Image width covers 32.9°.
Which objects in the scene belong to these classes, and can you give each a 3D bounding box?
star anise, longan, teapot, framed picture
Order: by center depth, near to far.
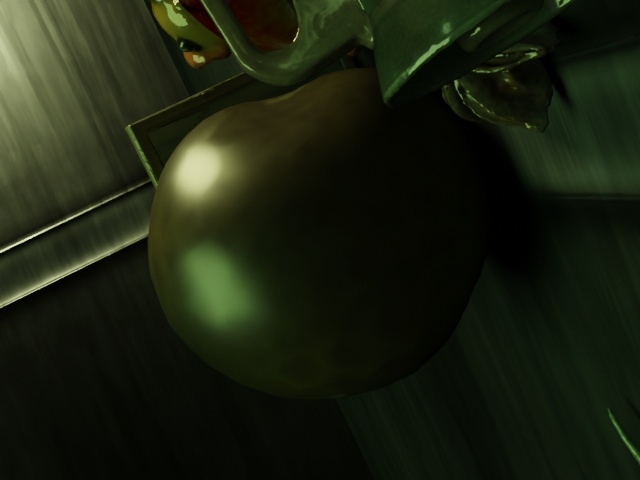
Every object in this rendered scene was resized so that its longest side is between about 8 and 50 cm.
[{"bbox_3d":[0.022,-0.279,0.773,0.344,0.300,0.253,58,-174,5],"label":"teapot"},{"bbox_3d":[0.135,-0.201,0.972,0.229,0.093,0.236,75,169,-68],"label":"star anise"},{"bbox_3d":[0.000,0.000,1.242,0.404,0.404,0.336,64,-164,-5],"label":"longan"},{"bbox_3d":[-0.059,-0.108,1.437,0.022,0.335,0.247,-9,108,64],"label":"framed picture"}]

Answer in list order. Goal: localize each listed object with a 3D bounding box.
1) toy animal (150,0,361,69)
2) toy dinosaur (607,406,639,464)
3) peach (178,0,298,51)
[{"bbox_3d":[-0.087,-0.298,1.327,0.195,0.281,0.169,-131,38,-54],"label":"toy animal"},{"bbox_3d":[0.363,0.269,1.144,0.187,0.044,0.106,53,-179,38],"label":"toy dinosaur"},{"bbox_3d":[-0.036,-0.315,1.091,0.245,0.249,0.274,42,-162,-47],"label":"peach"}]
